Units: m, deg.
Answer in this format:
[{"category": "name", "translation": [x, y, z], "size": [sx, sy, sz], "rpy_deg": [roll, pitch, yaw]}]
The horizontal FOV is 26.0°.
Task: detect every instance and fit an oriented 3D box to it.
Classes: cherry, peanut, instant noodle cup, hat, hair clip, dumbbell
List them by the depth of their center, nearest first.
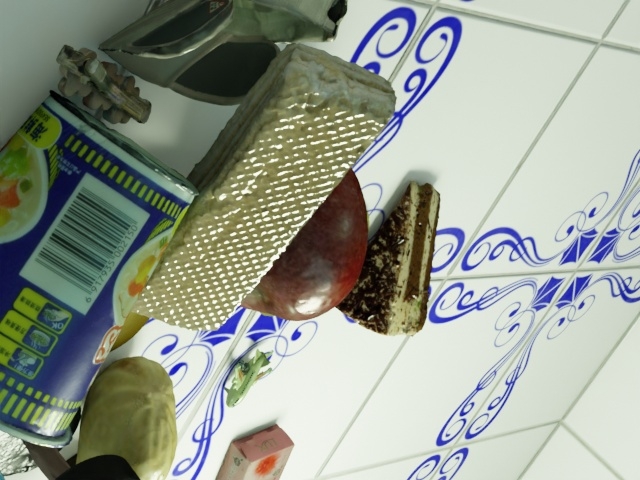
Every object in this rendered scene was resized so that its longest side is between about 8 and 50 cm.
[{"category": "instant noodle cup", "translation": [-0.299, 0.017, 1.490], "size": [0.312, 0.284, 0.284], "rpy_deg": [-55, 151, 1]}, {"category": "hat", "translation": [-0.108, -0.251, 1.506], "size": [0.275, 0.161, 0.232], "rpy_deg": [-24, 164, 10]}, {"category": "hair clip", "translation": [-0.239, -0.168, 1.509], "size": [0.062, 0.056, 0.214], "rpy_deg": [-64, 168, -4]}, {"category": "dumbbell", "translation": [-0.343, 0.291, 1.795], "size": [0.152, 0.218, 0.152], "rpy_deg": [-32, 148, -23]}, {"category": "cherry", "translation": [-0.041, -0.017, 1.799], "size": [0.239, 0.239, 0.206], "rpy_deg": [-37, 126, -16]}, {"category": "peanut", "translation": [-0.276, 0.318, 1.920], "size": [0.147, 0.147, 0.319], "rpy_deg": [4, 100, -55]}]

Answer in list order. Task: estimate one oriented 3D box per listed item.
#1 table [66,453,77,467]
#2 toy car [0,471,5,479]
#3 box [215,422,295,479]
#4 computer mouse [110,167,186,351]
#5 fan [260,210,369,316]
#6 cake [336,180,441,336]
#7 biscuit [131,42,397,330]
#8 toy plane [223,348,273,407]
[{"category": "table", "translation": [-0.322, 0.349, 2.051], "size": [0.083, 0.070, 0.082], "rpy_deg": [-33, 148, -24]}, {"category": "toy car", "translation": [-0.465, 0.256, 1.624], "size": [0.188, 0.190, 0.255], "rpy_deg": [-32, 146, -22]}, {"category": "box", "translation": [-0.119, 0.396, 2.394], "size": [0.111, 0.060, 0.156], "rpy_deg": [-16, 139, -41]}, {"category": "computer mouse", "translation": [-0.258, 0.045, 1.751], "size": [0.158, 0.072, 0.310], "rpy_deg": [-8, 133, -51]}, {"category": "fan", "translation": [-0.001, -0.001, 2.092], "size": [0.229, 0.011, 0.335], "rpy_deg": [-19, 143, -40]}, {"category": "cake", "translation": [0.141, 0.041, 2.195], "size": [0.246, 0.135, 0.112], "rpy_deg": [-55, 156, 14]}, {"category": "biscuit", "translation": [-0.084, -0.050, 1.575], "size": [0.144, 0.078, 0.426], "rpy_deg": [19, 131, -28]}, {"category": "toy plane", "translation": [-0.117, 0.215, 2.181], "size": [0.111, 0.040, 0.102], "rpy_deg": [-51, 149, 11]}]
